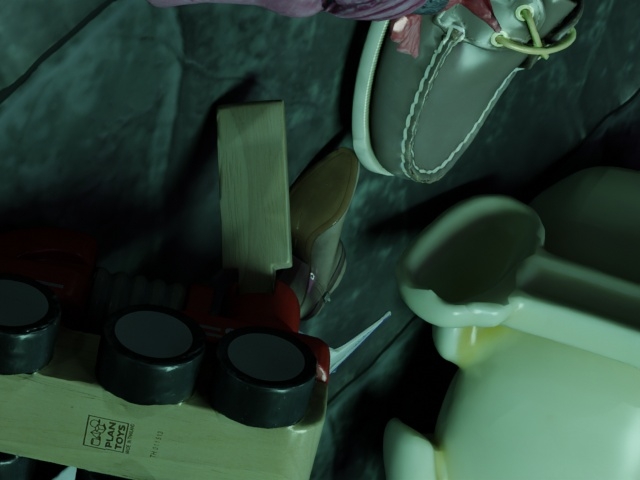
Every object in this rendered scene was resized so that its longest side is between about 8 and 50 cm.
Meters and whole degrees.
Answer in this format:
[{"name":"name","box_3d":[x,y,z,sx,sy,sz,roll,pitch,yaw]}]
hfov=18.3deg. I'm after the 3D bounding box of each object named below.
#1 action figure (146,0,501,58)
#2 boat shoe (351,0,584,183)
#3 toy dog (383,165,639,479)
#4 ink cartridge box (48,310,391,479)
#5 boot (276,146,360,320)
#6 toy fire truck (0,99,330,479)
[{"name":"action figure","box_3d":[-0.008,-0.212,0.920,0.248,0.276,0.370,-43,123,3]},{"name":"boat shoe","box_3d":[0.126,-0.176,1.278,0.116,0.097,0.324,14,105,-56]},{"name":"toy dog","box_3d":[0.174,0.163,1.553,0.395,0.284,0.408,-72,174,-59]},{"name":"ink cartridge box","box_3d":[-0.109,0.144,1.256,0.332,0.065,0.165,-39,174,-22]},{"name":"boot","box_3d":[0.000,0.000,1.351,0.118,0.042,0.087,-55,156,-4]},{"name":"toy fire truck","box_3d":[-0.098,0.029,1.153,0.246,0.217,0.158,-82,-176,-59]}]
